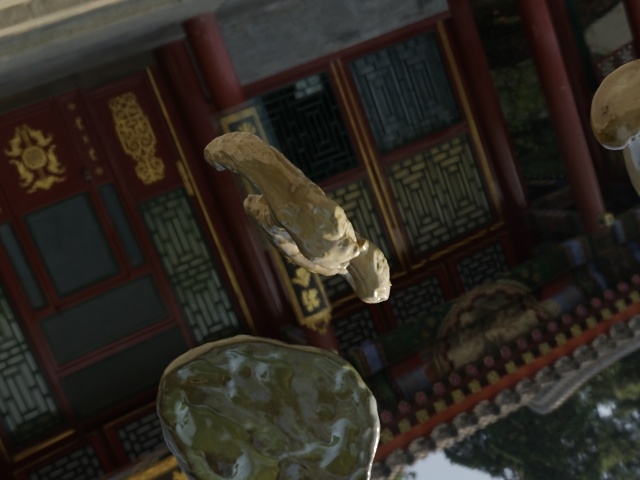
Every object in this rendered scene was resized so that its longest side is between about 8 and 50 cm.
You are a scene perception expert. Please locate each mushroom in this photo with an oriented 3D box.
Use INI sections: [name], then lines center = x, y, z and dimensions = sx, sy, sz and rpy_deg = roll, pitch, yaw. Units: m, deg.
[mushroom]
center = 0.313, -0.064, 0.670
dimensions = 0.097, 0.212, 0.088
rpy_deg = -26, -151, 34

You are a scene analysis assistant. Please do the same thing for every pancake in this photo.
[pancake]
center = -0.060, 0.240, 0.968
dimensions = 0.294, 0.294, 0.049
rpy_deg = -18, -162, 14

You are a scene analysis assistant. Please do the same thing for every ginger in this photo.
[ginger]
center = 0.008, 0.006, 0.682
dimensions = 0.065, 0.258, 0.149
rpy_deg = -47, -133, -3
